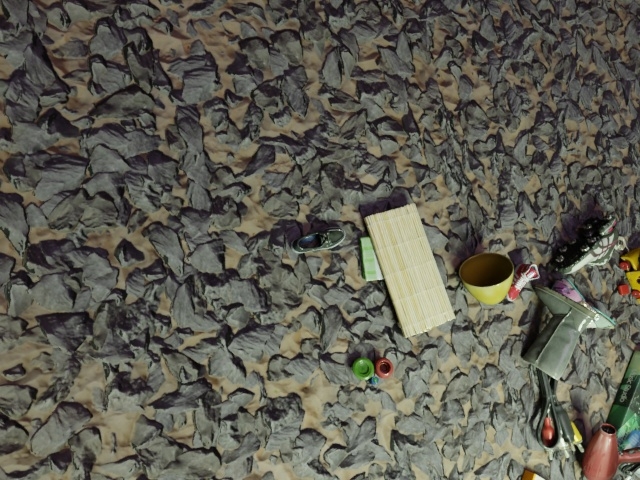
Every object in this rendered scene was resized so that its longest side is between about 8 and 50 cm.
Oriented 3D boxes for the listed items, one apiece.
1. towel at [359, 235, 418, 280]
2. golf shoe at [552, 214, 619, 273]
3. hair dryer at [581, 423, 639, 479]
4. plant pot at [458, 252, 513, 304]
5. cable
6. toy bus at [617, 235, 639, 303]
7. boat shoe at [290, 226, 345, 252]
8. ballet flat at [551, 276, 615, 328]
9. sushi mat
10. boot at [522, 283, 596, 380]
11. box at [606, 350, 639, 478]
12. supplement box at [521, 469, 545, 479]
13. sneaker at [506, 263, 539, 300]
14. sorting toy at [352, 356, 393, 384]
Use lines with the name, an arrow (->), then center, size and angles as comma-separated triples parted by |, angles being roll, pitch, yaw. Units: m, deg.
towel -> 0.171, 0.041, 1.168 | 0.151, 0.023, 0.113 | -3, 81, -20
golf shoe -> 0.800, 0.035, 1.373 | 0.272, 0.105, 0.120 | -34, 103, -22
hair dryer -> 0.815, 0.581, 1.266 | 0.224, 0.080, 0.293 | -47, 117, 5
plant pot -> 0.438, 0.110, 1.215 | 0.134, 0.134, 0.095 | -37, 125, -22
cable -> 0.626, 0.453, 1.282 | 0.139, 0.072, 0.288 | -9, 73, -11
toy bus -> 1.027, 0.098, 1.450 | 0.202, 0.104, 0.191 | 22, 75, -18
boat shoe -> 0.000, 0.000, 1.092 | 0.142, 0.040, 0.049 | -17, 88, -23
ballet flat -> 0.750, 0.201, 1.350 | 0.221, 0.077, 0.079 | 41, 88, -6
sushi mat -> 0.224, 0.072, 1.159 | 0.151, 0.019, 0.317 | -18, 87, -22
boot -> 0.621, 0.244, 1.275 | 0.076, 0.189, 0.209 | 20, 103, -39
box -> 0.982, 0.532, 1.395 | 0.232, 0.058, 0.322 | 39, 70, -12
supplement box -> 0.575, 0.659, 1.226 | 0.098, 0.036, 0.062 | 35, 71, -13
sneaker -> 0.557, 0.112, 1.282 | 0.042, 0.067, 0.119 | 34, 72, -13
sorting toy -> 0.122, 0.310, 1.101 | 0.101, 0.042, 0.061 | 1, 66, -10
